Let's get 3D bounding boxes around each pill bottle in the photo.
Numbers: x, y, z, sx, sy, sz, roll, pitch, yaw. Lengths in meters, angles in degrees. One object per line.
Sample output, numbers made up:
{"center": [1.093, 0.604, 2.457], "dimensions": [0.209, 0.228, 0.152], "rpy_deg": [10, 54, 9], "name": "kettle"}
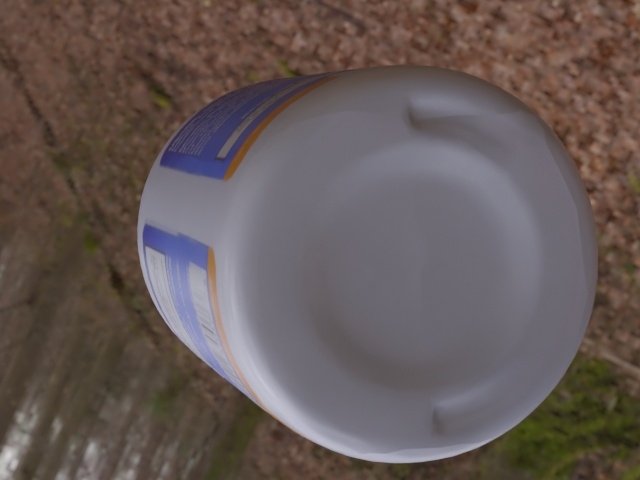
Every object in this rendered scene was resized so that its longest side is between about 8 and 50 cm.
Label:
{"center": [0.000, 0.000, 0.641], "dimensions": [0.152, 0.152, 0.272], "rpy_deg": [23, 178, -16], "name": "pill bottle"}
